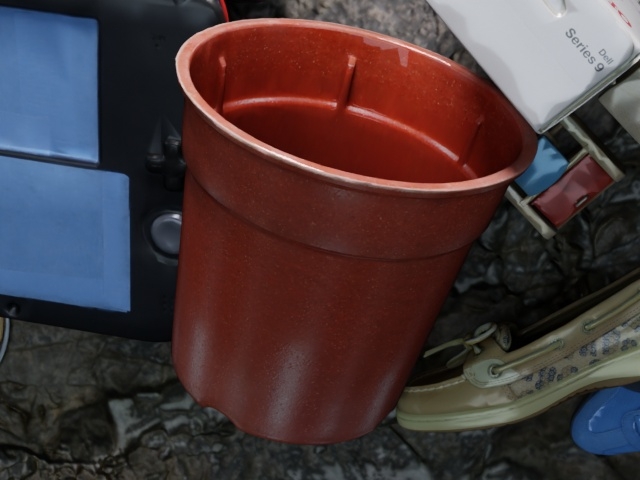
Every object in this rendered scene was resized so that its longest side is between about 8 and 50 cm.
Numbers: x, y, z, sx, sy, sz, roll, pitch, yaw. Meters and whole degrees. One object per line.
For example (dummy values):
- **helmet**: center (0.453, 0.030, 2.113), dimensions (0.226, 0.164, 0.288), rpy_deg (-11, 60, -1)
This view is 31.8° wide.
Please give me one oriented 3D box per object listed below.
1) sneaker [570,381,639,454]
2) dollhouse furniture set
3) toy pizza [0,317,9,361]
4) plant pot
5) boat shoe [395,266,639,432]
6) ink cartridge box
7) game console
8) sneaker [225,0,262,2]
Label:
- **sneaker**: center (0.305, 0.141, 0.934), dimensions (0.209, 0.082, 0.069), rpy_deg (-23, 115, 22)
- **dollhouse furniture set**: center (0.238, -0.055, 0.870), dimensions (0.129, 0.129, 0.184), rpy_deg (47, 112, -2)
- **toy pizza**: center (-0.413, 0.070, 1.150), dimensions (0.201, 0.032, 0.201), rpy_deg (5, 108, 15)
- **plant pot**: center (0.000, 0.000, 0.897), dimensions (0.273, 0.272, 0.265), rpy_deg (21, 122, 9)
- **boat shoe**: center (0.192, 0.087, 0.951), dimensions (0.285, 0.104, 0.089), rpy_deg (-20, 96, 10)
- **ink cartridge box**: center (0.154, -0.180, 0.809), dimensions (0.093, 0.212, 0.154), rpy_deg (-40, 93, 23)
- **game console**: center (-0.273, -0.078, 0.994), dimensions (0.387, 0.060, 0.341), rpy_deg (9, 123, 6)
- **sneaker**: center (-0.113, -0.246, 0.947), dimensions (0.178, 0.072, 0.077), rpy_deg (8, 98, 7)
